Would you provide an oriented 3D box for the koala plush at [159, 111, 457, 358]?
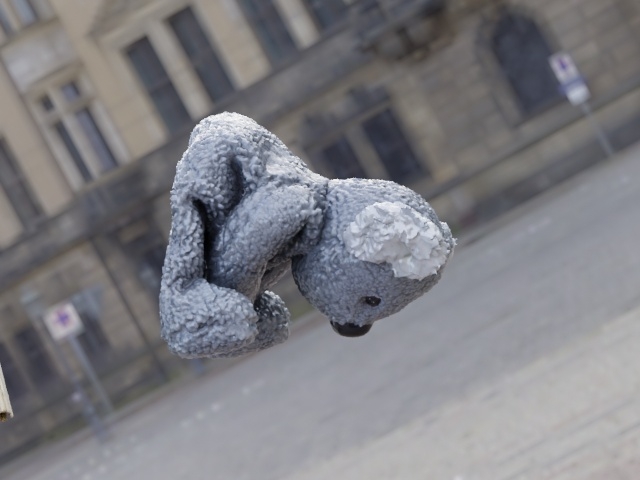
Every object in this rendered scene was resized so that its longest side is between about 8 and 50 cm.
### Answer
[{"bbox_3d":[0.000,0.000,1.508,0.221,0.203,0.196,3,-3,10],"label":"koala plush"}]

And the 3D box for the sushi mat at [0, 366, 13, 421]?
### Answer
[{"bbox_3d":[-0.367,0.016,1.684,0.019,0.316,0.151,-37,-34,28],"label":"sushi mat"}]
